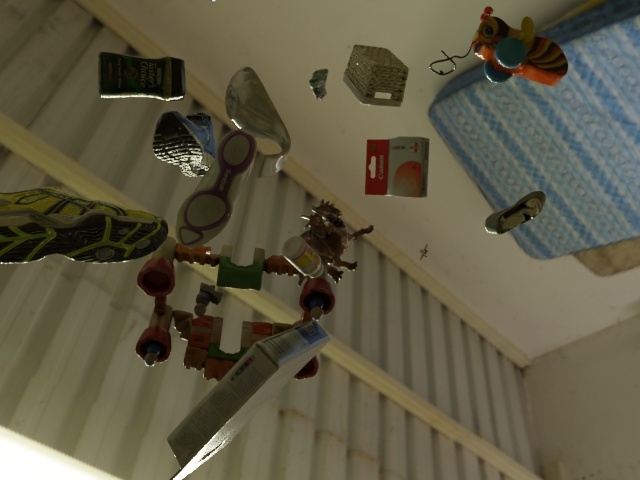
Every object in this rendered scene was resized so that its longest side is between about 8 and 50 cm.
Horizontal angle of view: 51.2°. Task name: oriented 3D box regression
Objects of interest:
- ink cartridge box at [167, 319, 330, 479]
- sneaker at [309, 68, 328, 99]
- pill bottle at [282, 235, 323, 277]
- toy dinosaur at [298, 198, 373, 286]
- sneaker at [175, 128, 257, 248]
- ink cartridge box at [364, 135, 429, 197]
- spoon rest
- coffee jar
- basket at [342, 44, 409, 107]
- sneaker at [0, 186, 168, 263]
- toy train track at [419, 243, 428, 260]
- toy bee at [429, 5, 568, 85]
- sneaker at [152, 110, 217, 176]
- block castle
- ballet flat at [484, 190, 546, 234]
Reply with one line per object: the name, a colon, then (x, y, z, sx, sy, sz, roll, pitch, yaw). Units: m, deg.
ink cartridge box: (-0.150, 0.299, 1.266, 0.071, 0.330, 0.324, 46, -169, 11)
sneaker: (0.000, -0.389, 1.690, 0.098, 0.038, 0.069, -59, -37, -47)
pill bottle: (-0.027, 0.031, 1.134, 0.083, 0.043, 0.043, 47, -150, -45)
toy dinosaur: (0.000, 0.000, 1.733, 0.200, 0.295, 0.127, 31, -135, -24)
sneaker: (-0.236, -0.111, 1.590, 0.114, 0.305, 0.152, 31, 173, 0)
ink cartridge box: (0.177, -0.179, 1.626, 0.045, 0.179, 0.145, -6, -81, -55)
spoon rest: (-0.125, -0.238, 1.342, 0.084, 0.137, 0.276, -5, -129, -25)
coffee jar: (-0.386, -0.354, 1.448, 0.184, 0.079, 0.096, -2, -93, -20)
basket: (0.138, -0.415, 1.671, 0.113, 0.103, 0.167, 1, -147, -20)
sneaker: (-0.496, -0.047, 1.338, 0.384, 0.145, 0.147, 3, -131, -30)
toy train track: (0.273, 0.031, 1.752, 0.014, 0.048, 0.083, 23, -178, -2)
toy bee: (0.416, -0.453, 1.515, 0.298, 0.195, 0.162, 12, -105, -25)
sneaker: (-0.353, -0.275, 1.751, 0.330, 0.130, 0.147, 66, -160, -79)
block castle: (-0.210, 0.183, 1.619, 0.453, 0.303, 0.213, 8, -147, -7)
ballet flat: (0.537, -0.069, 1.780, 0.213, 0.068, 0.072, -25, -71, -18)
